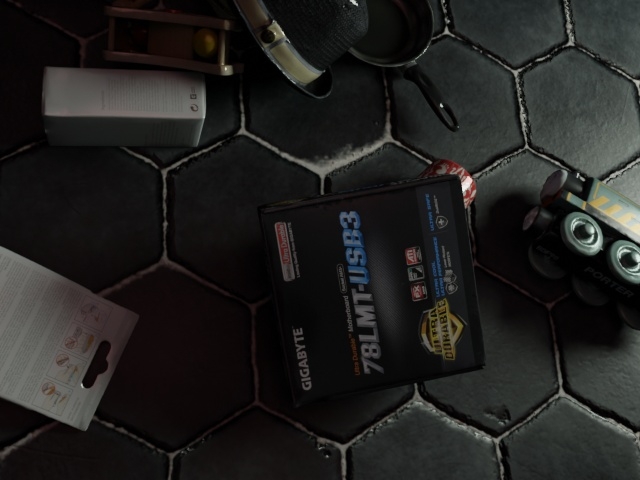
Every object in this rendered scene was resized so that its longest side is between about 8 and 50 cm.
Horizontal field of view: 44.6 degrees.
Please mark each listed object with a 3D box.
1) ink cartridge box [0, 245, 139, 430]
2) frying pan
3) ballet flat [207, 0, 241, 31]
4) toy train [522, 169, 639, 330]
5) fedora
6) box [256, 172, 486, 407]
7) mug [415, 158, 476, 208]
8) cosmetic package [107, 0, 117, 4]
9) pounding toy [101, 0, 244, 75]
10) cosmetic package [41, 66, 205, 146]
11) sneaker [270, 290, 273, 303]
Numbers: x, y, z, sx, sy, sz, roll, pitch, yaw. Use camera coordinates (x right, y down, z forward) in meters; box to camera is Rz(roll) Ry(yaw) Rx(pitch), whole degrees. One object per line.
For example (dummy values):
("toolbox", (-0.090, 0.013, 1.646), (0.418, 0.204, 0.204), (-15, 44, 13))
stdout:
("ink cartridge box", (-0.405, 0.139, 1.102), (0.232, 0.066, 0.189), (32, 68, -26))
("frying pan", (0.153, -0.349, 1.368), (0.326, 0.053, 0.197), (39, 69, -3))
("ballet flat", (-0.175, -0.425, 1.307), (0.057, 0.052, 0.168), (-40, 86, -20))
("toy train", (0.500, 0.013, 1.314), (0.334, 0.142, 0.190), (30, 58, -2))
("fedora", (-0.030, -0.391, 1.193), (0.153, 0.334, 0.334), (-26, 79, 20))
("box", (0.075, 0.069, 1.134), (0.294, 0.073, 0.295), (-10, 99, -9))
("mug", (0.169, -0.034, 1.270), (0.113, 0.150, 0.169), (26, 60, 33))
("cosmetic package", (-0.422, -0.565, 1.232), (0.366, 0.155, 0.197), (31, 69, -3))
("pounding toy", (-0.234, -0.337, 1.159), (0.270, 0.154, 0.154), (16, 108, 28))
("cosmetic package", (-0.296, -0.199, 1.180), (0.231, 0.117, 0.085), (0, 74, -15))
("sneaker", (0.014, 0.095, 1.207), (0.188, 0.067, 0.078), (10, 52, -10))
